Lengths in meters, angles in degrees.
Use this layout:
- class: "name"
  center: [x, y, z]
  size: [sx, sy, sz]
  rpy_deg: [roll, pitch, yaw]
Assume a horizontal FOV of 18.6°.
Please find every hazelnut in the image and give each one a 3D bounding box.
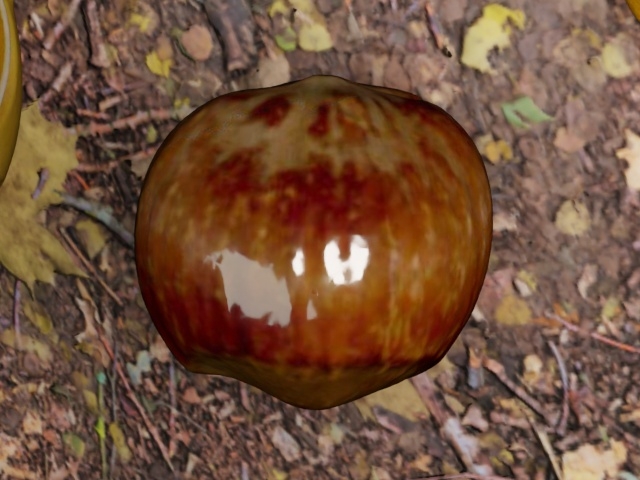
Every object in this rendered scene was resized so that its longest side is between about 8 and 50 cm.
- class: "hazelnut"
  center: [0.000, 0.000, 1.271]
  size: [0.218, 0.234, 0.218]
  rpy_deg: [177, 90, -70]

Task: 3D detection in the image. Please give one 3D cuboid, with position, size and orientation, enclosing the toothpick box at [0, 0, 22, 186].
- class: "toothpick box"
  center: [-0.422, -0.114, 1.389]
  size: [0.409, 0.425, 0.409]
  rpy_deg: [22, 120, 45]

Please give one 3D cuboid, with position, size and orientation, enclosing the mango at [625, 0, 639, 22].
- class: "mango"
  center: [0.227, -0.194, 1.110]
  size: [0.115, 0.090, 0.178]
  rpy_deg: [28, 118, 31]
